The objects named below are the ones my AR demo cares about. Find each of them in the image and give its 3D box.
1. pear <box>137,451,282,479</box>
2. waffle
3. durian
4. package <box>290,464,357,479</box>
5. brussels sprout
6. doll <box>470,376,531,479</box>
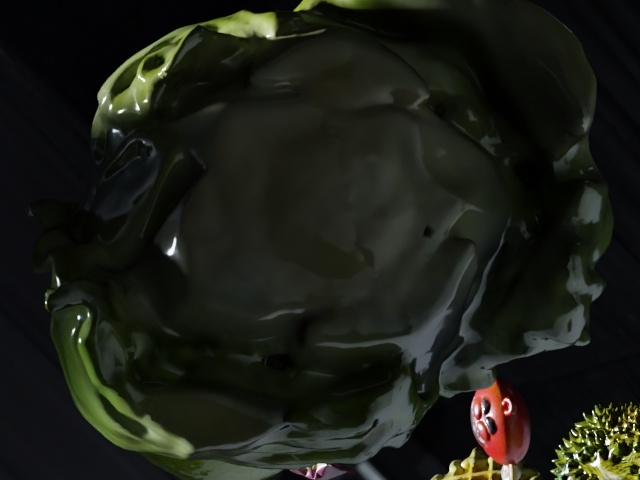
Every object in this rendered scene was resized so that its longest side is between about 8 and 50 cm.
[{"bbox_3d":[-0.072,0.126,1.294,0.318,0.342,0.239,-43,41,25],"label":"pear"},{"bbox_3d":[0.295,0.489,1.979,0.250,0.056,0.261,-44,34,-14],"label":"waffle"},{"bbox_3d":[0.433,0.344,1.480,0.291,0.224,0.291,-177,90,-86],"label":"durian"},{"bbox_3d":[0.004,0.321,1.520,0.083,0.059,0.029,-14,62,40],"label":"package"},{"bbox_3d":[-0.003,-0.007,0.857,0.425,0.343,0.361,-17,1,-2],"label":"brussels sprout"},{"bbox_3d":[0.272,0.284,1.646,0.085,0.183,0.217,-14,-16,2],"label":"doll"}]
